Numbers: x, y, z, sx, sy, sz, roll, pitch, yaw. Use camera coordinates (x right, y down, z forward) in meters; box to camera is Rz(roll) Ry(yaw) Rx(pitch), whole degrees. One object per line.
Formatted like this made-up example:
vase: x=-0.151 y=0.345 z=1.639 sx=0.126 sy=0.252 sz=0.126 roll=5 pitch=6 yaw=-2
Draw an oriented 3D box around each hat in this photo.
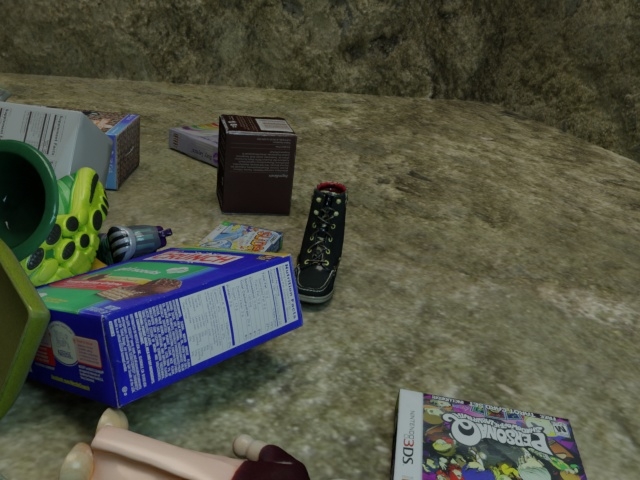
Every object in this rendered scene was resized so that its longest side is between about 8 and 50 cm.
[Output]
hat: x=-0.428 y=-0.045 z=0.988 sx=0.173 sy=0.208 sz=0.183 roll=-24 pitch=-15 yaw=2

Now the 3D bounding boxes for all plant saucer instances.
plant saucer: x=-0.401 y=0.103 z=0.832 sx=0.045 sy=0.188 sz=0.188 roll=3 pitch=33 yaw=-50

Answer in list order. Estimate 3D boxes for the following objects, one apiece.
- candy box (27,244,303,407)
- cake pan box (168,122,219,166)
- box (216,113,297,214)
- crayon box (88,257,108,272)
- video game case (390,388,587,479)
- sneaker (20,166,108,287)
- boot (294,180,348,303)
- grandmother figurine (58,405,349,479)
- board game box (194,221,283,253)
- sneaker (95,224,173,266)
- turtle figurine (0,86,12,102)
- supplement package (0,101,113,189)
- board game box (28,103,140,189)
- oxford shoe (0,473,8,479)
candy box: x=-0.229 y=0.098 z=0.933 sx=0.268 sy=0.122 sz=0.317 roll=2 pitch=13 yaw=40
cake pan box: x=-0.283 y=-0.291 z=2.022 sx=0.267 sy=0.070 sz=0.246 roll=25 pitch=30 yaw=37
box: x=-0.159 y=-0.184 z=1.614 sx=0.167 sy=0.203 sz=0.168 roll=0 pitch=23 yaw=-15
crayon box: x=-0.529 y=0.047 z=1.102 sx=0.319 sy=0.081 sz=0.202 roll=21 pitch=27 yaw=33
video game case: x=0.202 y=0.274 z=0.815 sx=0.232 sy=0.041 sz=0.210 roll=9 pitch=24 yaw=6
sneaker: x=-0.424 y=-0.012 z=1.062 sx=0.124 sy=0.109 sz=0.295 roll=-16 pitch=30 yaw=7
boot: x=-0.002 y=-0.001 z=1.243 sx=0.085 sy=0.178 sz=0.236 roll=9 pitch=21 yaw=6
grandmother figurine: x=-0.088 y=0.263 z=0.687 sx=0.343 sy=0.103 sz=0.207 roll=8 pitch=31 yaw=10
board game box: x=-0.168 y=0.020 z=1.334 sx=0.136 sy=0.035 sz=0.201 roll=11 pitch=23 yaw=10
sneaker: x=-0.327 y=0.018 z=1.156 sx=0.098 sy=0.083 sz=0.224 roll=-11 pitch=-1 yaw=-31
turtle figurine: x=-0.830 y=-0.261 z=1.478 sx=0.275 sy=0.266 sz=0.198 roll=32 pitch=-3 yaw=16
supplement package: x=-0.583 y=-0.149 z=1.322 sx=0.263 sy=0.197 sz=0.199 roll=8 pitch=-8 yaw=2
board game box: x=-0.631 y=-0.242 z=1.698 sx=0.291 sy=0.141 sz=0.232 roll=5 pitch=22 yaw=-4
oxford shoe: x=-0.299 y=0.283 z=0.556 sx=0.450 sy=0.169 sz=0.130 roll=28 pitch=71 yaw=26
